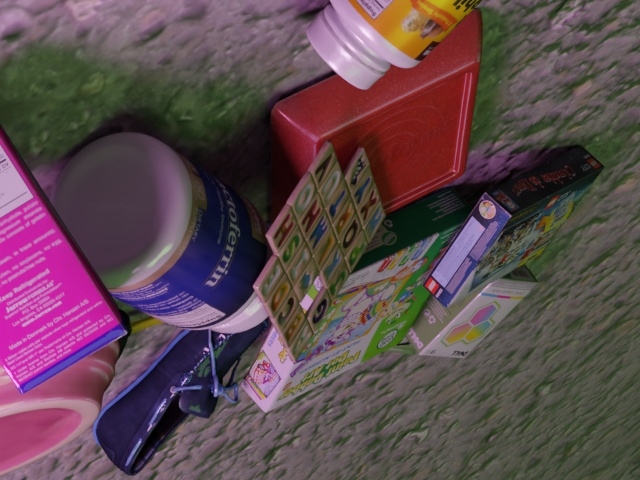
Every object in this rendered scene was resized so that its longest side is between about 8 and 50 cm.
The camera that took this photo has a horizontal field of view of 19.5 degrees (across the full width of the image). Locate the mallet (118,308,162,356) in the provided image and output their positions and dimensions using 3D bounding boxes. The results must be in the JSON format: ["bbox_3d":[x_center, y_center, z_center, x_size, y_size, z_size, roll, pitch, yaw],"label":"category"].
[{"bbox_3d":[-0.174,0.090,2.064,0.190,0.039,0.062,-14,145,-40],"label":"mallet"}]

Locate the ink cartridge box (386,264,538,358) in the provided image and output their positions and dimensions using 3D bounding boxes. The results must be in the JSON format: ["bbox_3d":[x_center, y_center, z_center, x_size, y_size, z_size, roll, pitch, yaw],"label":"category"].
[{"bbox_3d":[0.173,0.099,2.415,0.209,0.062,0.109,-47,151,23],"label":"ink cartridge box"}]

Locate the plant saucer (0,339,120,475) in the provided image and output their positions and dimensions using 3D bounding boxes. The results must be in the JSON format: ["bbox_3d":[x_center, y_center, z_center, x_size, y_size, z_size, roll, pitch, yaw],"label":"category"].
[{"bbox_3d":[-0.353,0.177,1.867,0.332,0.084,0.332,-20,162,-7],"label":"plant saucer"}]

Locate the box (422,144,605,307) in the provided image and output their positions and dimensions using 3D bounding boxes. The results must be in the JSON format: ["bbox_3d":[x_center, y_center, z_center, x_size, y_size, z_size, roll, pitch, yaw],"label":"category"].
[{"bbox_3d":[0.236,-0.019,2.253,0.233,0.044,0.159,-25,153,-50],"label":"box"}]

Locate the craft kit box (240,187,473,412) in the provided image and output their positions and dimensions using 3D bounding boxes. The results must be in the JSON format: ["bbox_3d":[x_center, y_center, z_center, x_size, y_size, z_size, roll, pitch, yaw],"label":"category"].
[{"bbox_3d":[0.045,0.070,2.198,0.250,0.061,0.246,-25,156,-41],"label":"craft kit box"}]

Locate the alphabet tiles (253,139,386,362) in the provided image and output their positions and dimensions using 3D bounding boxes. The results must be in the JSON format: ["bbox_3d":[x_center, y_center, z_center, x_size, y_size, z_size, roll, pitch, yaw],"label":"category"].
[{"bbox_3d":[0.000,0.000,1.918,0.198,0.009,0.237,-58,158,-17],"label":"alphabet tiles"}]

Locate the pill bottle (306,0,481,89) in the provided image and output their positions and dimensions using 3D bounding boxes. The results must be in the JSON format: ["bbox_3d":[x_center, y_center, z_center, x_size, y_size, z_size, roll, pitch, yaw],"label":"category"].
[{"bbox_3d":[0.088,-0.243,1.731,0.215,0.117,0.117,-44,151,18],"label":"pill bottle"}]

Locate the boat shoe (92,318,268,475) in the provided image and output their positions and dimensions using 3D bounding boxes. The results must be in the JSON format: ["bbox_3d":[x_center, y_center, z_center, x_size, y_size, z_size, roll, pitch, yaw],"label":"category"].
[{"bbox_3d":[-0.147,0.175,2.162,0.258,0.089,0.109,-46,150,20],"label":"boat shoe"}]

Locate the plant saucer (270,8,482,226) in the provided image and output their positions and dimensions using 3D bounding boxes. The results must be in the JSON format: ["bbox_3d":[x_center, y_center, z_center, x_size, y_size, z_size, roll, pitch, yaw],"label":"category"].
[{"bbox_3d":[0.068,-0.103,1.993,0.258,0.047,0.259,-27,150,-18],"label":"plant saucer"}]

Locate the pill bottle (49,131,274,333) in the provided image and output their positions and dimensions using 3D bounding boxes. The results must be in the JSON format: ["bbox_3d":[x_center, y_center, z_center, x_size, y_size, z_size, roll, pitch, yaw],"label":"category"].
[{"bbox_3d":[-0.141,0.003,1.833,0.153,0.153,0.265,-39,153,9],"label":"pill bottle"}]

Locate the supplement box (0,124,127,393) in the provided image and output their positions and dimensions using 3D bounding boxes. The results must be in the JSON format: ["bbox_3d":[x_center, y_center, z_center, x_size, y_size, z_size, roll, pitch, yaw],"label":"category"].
[{"bbox_3d":[-0.275,0.005,1.616,0.114,0.111,0.220,-31,110,-5],"label":"supplement box"}]
